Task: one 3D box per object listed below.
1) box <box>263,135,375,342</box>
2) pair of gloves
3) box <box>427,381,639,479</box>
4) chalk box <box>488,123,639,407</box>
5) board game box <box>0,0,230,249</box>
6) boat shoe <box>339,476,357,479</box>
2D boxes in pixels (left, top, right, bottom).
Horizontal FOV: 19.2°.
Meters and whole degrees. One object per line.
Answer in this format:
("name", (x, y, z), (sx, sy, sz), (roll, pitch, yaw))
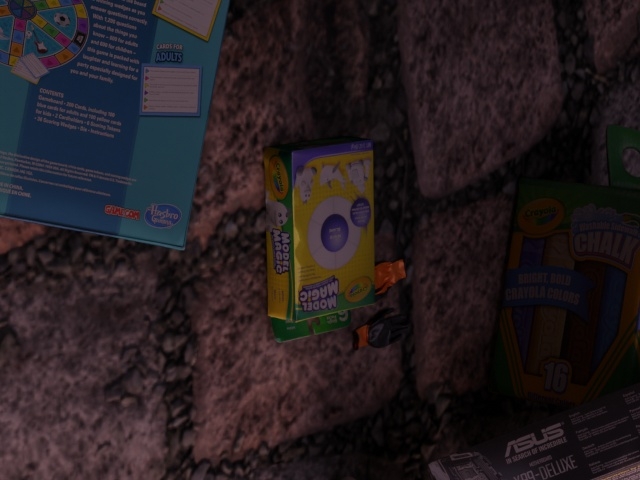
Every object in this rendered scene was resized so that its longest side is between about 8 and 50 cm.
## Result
("box", (0.000, 0.000, 1.715), (0.105, 0.043, 0.179), (-12, 107, -42))
("pair of gloves", (0.058, 0.061, 1.803), (0.074, 0.010, 0.083), (-17, 110, -42))
("box", (0.269, 0.222, 1.801), (0.242, 0.307, 0.077), (61, 9, -64))
("chalk box", (0.310, 0.031, 1.924), (0.180, 0.179, 0.289), (7, 92, -45))
("board game box", (-0.192, -0.177, 1.471), (0.253, 0.079, 0.336), (12, 89, -45))
("boat shoe", (-0.002, 0.251, 1.762), (0.100, 0.035, 0.035), (-43, 127, -23))
